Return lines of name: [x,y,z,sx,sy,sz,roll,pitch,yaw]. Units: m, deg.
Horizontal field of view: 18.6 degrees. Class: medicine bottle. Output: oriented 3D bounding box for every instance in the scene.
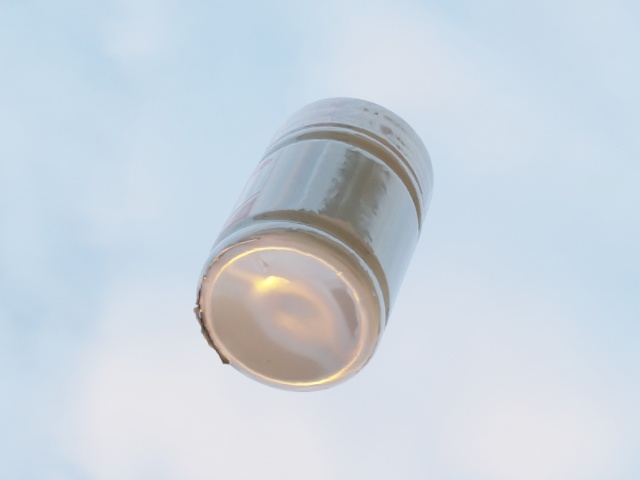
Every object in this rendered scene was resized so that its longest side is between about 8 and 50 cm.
medicine bottle: [0.000,0.000,0.591,0.057,0.057,0.089,47,-149,-15]
